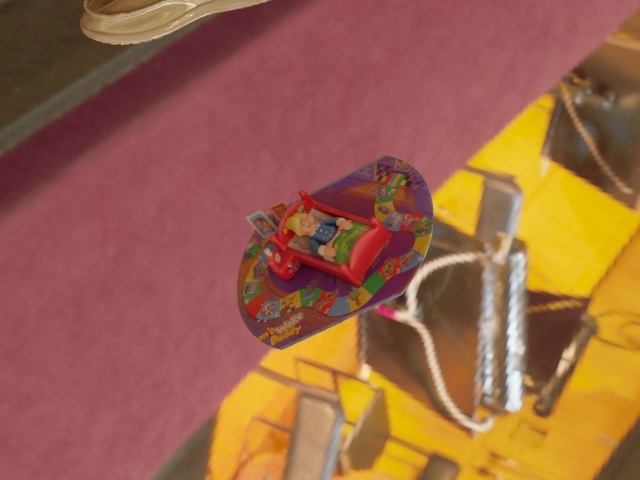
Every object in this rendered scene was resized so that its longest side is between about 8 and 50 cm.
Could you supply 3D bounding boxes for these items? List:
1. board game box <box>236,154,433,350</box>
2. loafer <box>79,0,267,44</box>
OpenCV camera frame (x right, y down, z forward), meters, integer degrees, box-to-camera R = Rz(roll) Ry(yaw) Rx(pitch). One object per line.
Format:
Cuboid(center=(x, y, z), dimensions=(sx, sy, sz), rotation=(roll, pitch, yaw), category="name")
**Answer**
Cuboid(center=(0.000, 0.000, 0.896), dimensions=(0.033, 0.168, 0.133), rotation=(44, 28, -41), category="board game box")
Cuboid(center=(-0.168, -0.316, 1.502), dimensions=(0.102, 0.268, 0.092), rotation=(-110, -177, -54), category="loafer")
